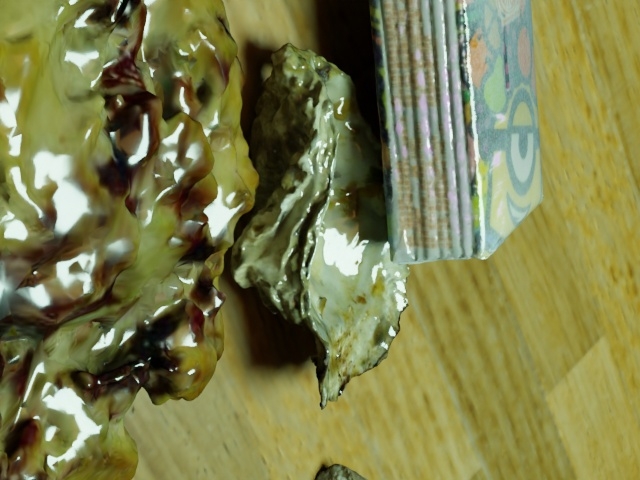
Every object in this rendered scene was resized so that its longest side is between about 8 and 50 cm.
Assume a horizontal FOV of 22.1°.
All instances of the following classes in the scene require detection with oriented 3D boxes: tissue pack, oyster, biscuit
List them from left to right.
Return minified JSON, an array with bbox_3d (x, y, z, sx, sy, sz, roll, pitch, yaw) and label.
[{"bbox_3d":[-0.139,-0.007,0.621,0.334,0.081,0.289,-8,103,-49],"label":"biscuit"},{"bbox_3d":[0.000,-0.008,0.792,0.105,0.056,0.177,-41,127,-45],"label":"oyster"},{"bbox_3d":[0.071,-0.073,0.820,0.108,0.060,0.148,-39,126,-63],"label":"tissue pack"}]

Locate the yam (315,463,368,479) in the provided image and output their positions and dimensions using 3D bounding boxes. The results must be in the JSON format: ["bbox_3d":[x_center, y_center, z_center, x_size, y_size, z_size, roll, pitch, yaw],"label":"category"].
[{"bbox_3d":[0.050,0.160,0.888,0.145,0.032,0.032,36,74,-39],"label":"yam"}]
